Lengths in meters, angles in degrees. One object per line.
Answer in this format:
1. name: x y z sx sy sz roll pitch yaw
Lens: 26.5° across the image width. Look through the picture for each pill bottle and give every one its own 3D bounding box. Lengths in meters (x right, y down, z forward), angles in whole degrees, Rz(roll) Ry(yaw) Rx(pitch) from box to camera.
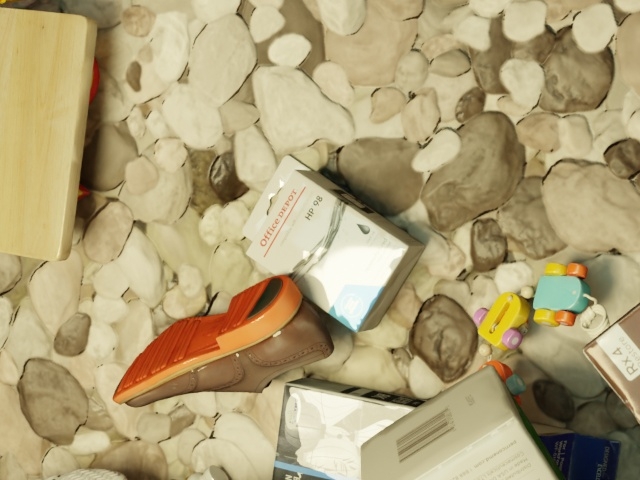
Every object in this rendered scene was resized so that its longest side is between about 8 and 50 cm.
1. pill bottle: -0.134 0.274 1.430 0.083 0.043 0.043 -44 76 16

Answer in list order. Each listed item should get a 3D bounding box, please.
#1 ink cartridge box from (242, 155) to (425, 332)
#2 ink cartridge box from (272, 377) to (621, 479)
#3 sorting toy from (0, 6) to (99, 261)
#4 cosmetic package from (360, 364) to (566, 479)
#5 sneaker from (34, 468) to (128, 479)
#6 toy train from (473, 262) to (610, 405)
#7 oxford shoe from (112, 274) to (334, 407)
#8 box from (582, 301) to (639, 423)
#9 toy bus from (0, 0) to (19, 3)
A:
1. ink cartridge box: 0.000 0.000 1.364 0.180 0.060 0.104 34 103 17
2. ink cartridge box: 0.114 0.244 1.324 0.332 0.065 0.165 8 93 20
3. sorting toy: -0.357 -0.122 1.486 0.255 0.089 0.257 9 94 21
4. cosmetic package: 0.189 0.313 1.165 0.155 0.197 0.365 -33 97 5
5. sneaker: -0.171 0.354 1.363 0.366 0.137 0.210 -1 113 24
6. toy train: 0.205 0.097 1.275 0.166 0.046 0.125 -40 44 25
7. oxford shoe: -0.106 0.131 1.387 0.271 0.097 0.098 -25 117 37
8. box: 0.354 0.099 1.153 0.167 0.203 0.168 -41 77 16
9. toy bus: -0.338 -0.330 1.457 0.220 0.149 0.211 42 118 13
